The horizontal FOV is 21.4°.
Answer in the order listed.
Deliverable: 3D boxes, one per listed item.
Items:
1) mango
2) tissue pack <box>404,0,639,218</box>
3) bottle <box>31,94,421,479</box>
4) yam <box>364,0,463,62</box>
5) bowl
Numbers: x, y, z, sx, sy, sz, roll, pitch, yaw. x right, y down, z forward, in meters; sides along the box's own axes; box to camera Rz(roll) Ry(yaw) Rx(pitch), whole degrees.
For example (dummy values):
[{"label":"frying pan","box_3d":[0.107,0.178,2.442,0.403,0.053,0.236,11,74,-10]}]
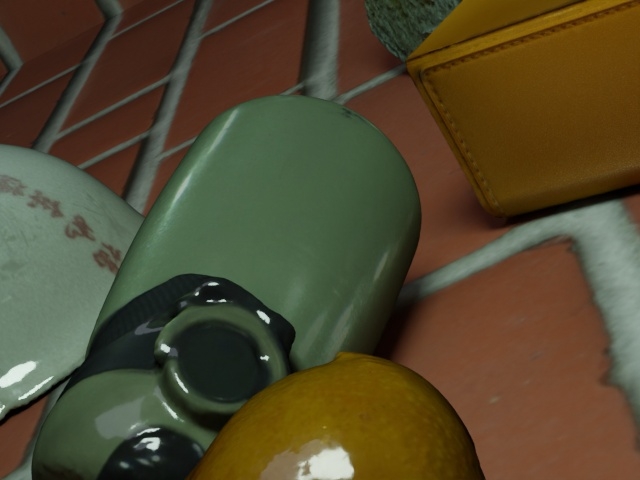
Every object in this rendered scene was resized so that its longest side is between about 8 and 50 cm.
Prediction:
[{"label":"mango","box_3d":[0.001,0.131,0.739,0.166,0.136,0.236,-55,5,-5]},{"label":"tissue pack","box_3d":[0.231,-0.137,1.122,0.274,0.145,0.194,-14,25,39]},{"label":"bottle","box_3d":[-0.052,0.059,0.990,0.168,0.168,0.347,-20,25,27]},{"label":"yam","box_3d":[0.183,-0.293,1.570,0.271,0.202,0.201,-32,39,-14]},{"label":"bowl","box_3d":[-0.355,0.026,1.488,0.435,0.196,0.435,-26,19,9]}]
